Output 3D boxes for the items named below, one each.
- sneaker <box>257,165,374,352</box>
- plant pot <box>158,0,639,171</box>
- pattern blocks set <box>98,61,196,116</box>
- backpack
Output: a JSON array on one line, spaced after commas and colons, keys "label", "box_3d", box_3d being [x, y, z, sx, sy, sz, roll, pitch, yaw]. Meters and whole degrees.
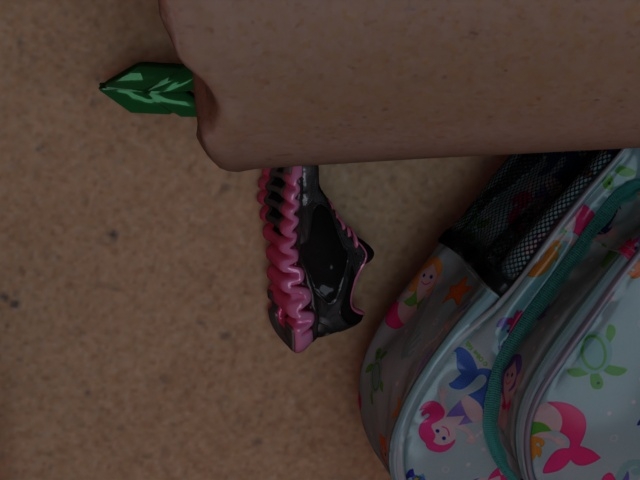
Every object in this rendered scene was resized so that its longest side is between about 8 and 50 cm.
[{"label": "sneaker", "box_3d": [0.000, 0.000, 0.982, 0.057, 0.047, 0.119, -11, 117, -17]}, {"label": "plant pot", "box_3d": [0.081, -0.162, 0.790, 0.306, 0.334, 0.333, -11, 110, 2]}, {"label": "pattern blocks set", "box_3d": [-0.017, -0.211, 0.914, 0.285, 0.026, 0.324, 13, 103, -16]}, {"label": "backpack", "box_3d": [0.154, 0.075, 0.969, 0.225, 0.191, 0.253, 40, 100, -22]}]
